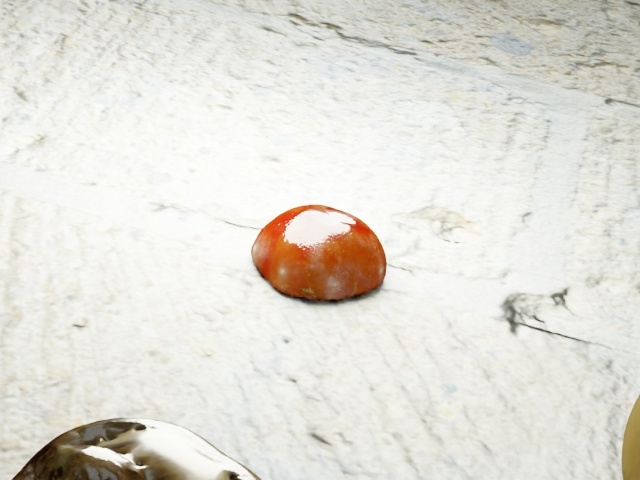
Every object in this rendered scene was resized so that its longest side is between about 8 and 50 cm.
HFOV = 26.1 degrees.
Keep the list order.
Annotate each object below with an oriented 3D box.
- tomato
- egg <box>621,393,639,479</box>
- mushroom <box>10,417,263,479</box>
[{"bbox_3d":[0.000,0.000,1.549,0.155,0.069,0.156,8,28,-4],"label":"tomato"},{"bbox_3d":[0.432,0.197,1.108,0.373,0.301,0.301,13,29,4],"label":"egg"},{"bbox_3d":[-0.138,0.231,1.003,0.253,0.153,0.253,7,27,-4],"label":"mushroom"}]
